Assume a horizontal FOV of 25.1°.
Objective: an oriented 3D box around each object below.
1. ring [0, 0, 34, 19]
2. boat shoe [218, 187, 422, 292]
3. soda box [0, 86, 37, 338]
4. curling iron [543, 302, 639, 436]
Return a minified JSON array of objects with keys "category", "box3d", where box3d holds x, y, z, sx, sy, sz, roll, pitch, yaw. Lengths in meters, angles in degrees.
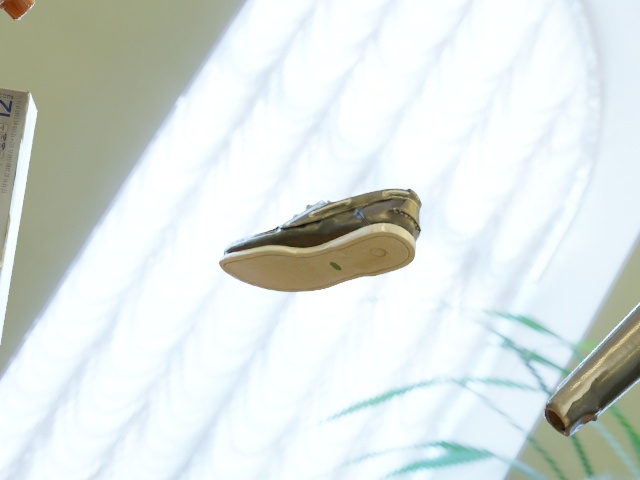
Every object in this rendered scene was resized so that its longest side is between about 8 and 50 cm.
[{"category":"ring","box3d":[-0.156,-0.280,1.114,0.032,0.336,0.336,46,-17,-20]},{"category":"boat shoe","box3d":[0.000,0.000,1.487,0.233,0.079,0.084,-13,-39,31]},{"category":"soda box","box3d":[-0.309,0.013,1.204,0.098,0.286,0.091,8,-6,-6]},{"category":"curling iron","box3d":[0.198,0.005,0.626,0.035,0.274,0.068,15,-49,51]}]
